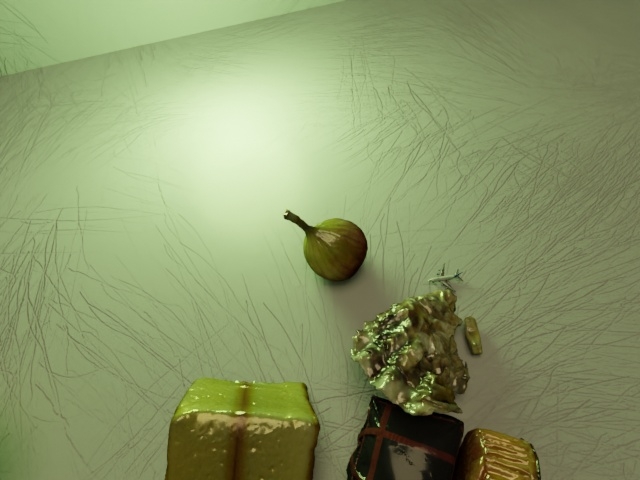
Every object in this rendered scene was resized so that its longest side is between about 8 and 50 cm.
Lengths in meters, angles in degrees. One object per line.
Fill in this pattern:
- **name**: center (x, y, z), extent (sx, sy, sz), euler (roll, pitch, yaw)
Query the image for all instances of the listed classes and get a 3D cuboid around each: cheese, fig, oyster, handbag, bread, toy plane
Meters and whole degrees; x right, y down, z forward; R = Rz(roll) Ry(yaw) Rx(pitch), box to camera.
- **cheese**: center (0.329, 0.204, 0.873), extent (0.030, 0.044, 0.083), euler (-10, 54, 16)
- **fig**: center (-0.002, 0.009, 0.960), extent (0.230, 0.143, 0.160), euler (11, 55, -23)
- **oyster**: center (0.197, 0.202, 0.800), extent (0.237, 0.115, 0.351), euler (30, 37, 23)
- **handbag**: center (0.133, 0.385, 0.680), extent (0.169, 0.155, 0.215), euler (14, 61, 18)
- **bread**: center (0.262, 0.398, 0.637), extent (0.104, 0.199, 0.199), euler (14, 55, 13)
- **toy plane**: center (0.300, 0.090, 0.971), extent (0.084, 0.024, 0.078), euler (-14, 58, 2)
- **bread**: center (-0.141, 0.448, 0.695), extent (0.233, 0.245, 0.362), euler (6, 83, -8)
